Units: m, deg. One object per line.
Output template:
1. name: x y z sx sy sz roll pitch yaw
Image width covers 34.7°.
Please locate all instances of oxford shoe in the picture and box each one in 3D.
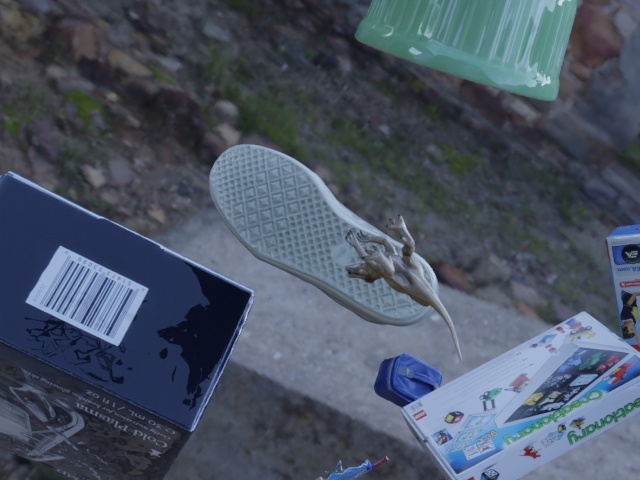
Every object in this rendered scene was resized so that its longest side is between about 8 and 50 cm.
1. oxford shoe: 0.000 0.000 1.670 0.449 0.169 0.130 34 -4 19

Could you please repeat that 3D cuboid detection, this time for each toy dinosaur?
1. toy dinosaur: 0.075 0.030 0.902 0.093 0.053 0.183 57 -13 -31

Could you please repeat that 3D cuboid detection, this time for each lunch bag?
1. lunch bag: 0.142 0.222 1.594 0.098 0.065 0.067 27 64 -20

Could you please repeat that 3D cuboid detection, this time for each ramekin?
1. ramekin: 0.213 -0.315 1.454 0.303 0.148 0.303 16 15 -4

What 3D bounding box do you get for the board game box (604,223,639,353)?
1. board game box: 0.653 0.115 1.691 0.086 0.308 0.302 -27 108 -59

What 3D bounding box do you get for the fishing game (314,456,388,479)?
1. fishing game: 0.006 0.452 1.921 0.264 0.189 0.041 -1 58 -55

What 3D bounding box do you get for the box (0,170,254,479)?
1. box: -0.432 0.201 1.834 0.479 0.472 0.297 26 56 -4

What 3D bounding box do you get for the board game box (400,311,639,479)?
1. board game box: 0.281 0.218 1.382 0.053 0.305 0.193 66 -7 -25
